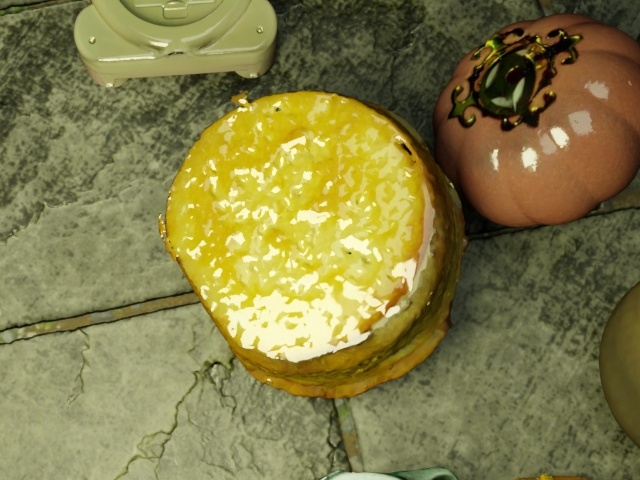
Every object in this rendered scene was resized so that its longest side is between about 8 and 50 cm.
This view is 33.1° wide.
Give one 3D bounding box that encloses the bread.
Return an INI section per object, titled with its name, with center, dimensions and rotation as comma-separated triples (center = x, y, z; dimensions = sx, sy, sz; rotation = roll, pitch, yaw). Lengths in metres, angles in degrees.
[bread]
center = 0.000, 0.000, 1.352
dimensions = 0.398, 0.215, 0.398
rotation = -2, 82, 11

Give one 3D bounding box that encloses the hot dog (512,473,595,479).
[hot dog]
center = 0.356, 0.367, 1.378
dimensions = 0.269, 0.072, 0.115
rotation = 10, 68, 0

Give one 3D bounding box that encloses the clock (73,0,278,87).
[clock]
center = -0.206, -0.376, 1.514
dimensions = 0.284, 0.114, 0.309
rotation = -5, 74, -3

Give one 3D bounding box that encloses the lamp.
[lamp]
center = 0.300, -0.147, 1.413
dimensions = 0.239, 0.305, 0.305
rotation = 41, 72, -39

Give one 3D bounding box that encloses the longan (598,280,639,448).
[longan]
center = 0.508, 0.148, 1.322
dimensions = 0.319, 0.319, 0.318
rotation = 1, 76, -3

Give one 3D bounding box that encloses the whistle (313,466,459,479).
[whistle]
center = -0.023, 0.378, 1.302
dimensions = 0.405, 0.168, 0.188
rotation = -3, 77, -4

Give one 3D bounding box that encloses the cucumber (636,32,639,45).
[cucumber]
center = 0.560, -0.366, 1.576
dimensions = 0.115, 0.063, 0.243
rotation = 25, 75, 3
